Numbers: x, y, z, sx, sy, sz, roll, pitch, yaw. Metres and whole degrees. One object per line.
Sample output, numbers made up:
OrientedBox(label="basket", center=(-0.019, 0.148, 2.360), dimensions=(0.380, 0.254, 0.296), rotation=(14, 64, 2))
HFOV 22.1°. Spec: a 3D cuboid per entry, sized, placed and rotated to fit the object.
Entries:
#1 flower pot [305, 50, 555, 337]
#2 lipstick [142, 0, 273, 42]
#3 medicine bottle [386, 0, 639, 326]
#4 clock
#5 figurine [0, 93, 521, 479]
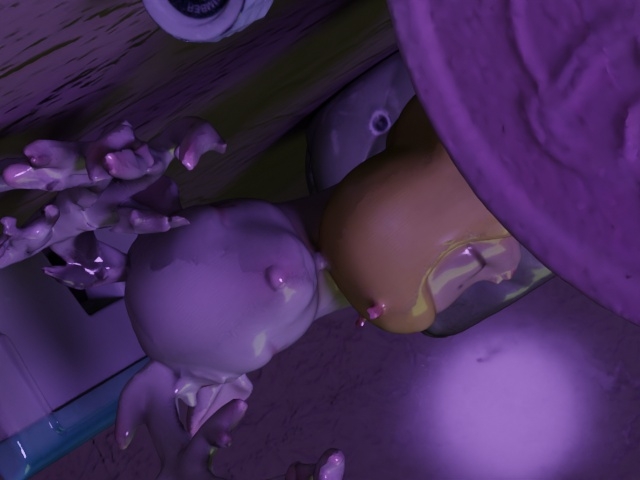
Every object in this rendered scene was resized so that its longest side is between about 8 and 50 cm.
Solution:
OrientedBox(label="flower pot", center=(0.106, -0.051, 1.220), dimensions=(0.246, 0.195, 0.246), rotation=(-34, 179, -1))
OrientedBox(label="lipstick", center=(-0.018, -0.088, 0.514), dimensions=(0.037, 0.037, 0.116), rotation=(-34, -178, 24))
OrientedBox(label="medicine bottle", center=(0.197, -0.123, 0.509), dimensions=(0.325, 0.212, 0.212), rotation=(-33, 179, -39))
OrientedBox(label="clock", center=(-0.204, 0.088, 1.008), dimensions=(0.231, 0.116, 0.262), rotation=(-28, 180, 29))
OrientedBox(label="figurine", center=(-0.009, -0.011, 0.697), dimensions=(0.316, 0.206, 0.284), rotation=(-39, -175, -3))
